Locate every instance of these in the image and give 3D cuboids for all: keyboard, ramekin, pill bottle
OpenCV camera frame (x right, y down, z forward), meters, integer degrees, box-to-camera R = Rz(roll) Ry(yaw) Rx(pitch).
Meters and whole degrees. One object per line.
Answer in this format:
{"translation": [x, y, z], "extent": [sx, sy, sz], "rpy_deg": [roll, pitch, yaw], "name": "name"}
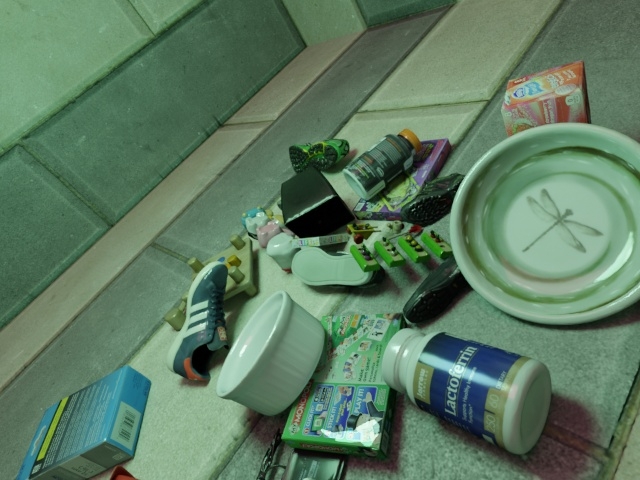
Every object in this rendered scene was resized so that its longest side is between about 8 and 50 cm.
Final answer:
{"translation": [-0.048, 0.474, 0.864], "extent": [0.202, 0.033, 0.317], "rpy_deg": [-1, 46, 33], "name": "keyboard"}
{"translation": [-0.111, 0.267, 0.994], "extent": [0.277, 0.135, 0.277], "rpy_deg": [-51, 14, 18], "name": "ramekin"}
{"translation": [0.252, 0.253, 0.762], "extent": [0.265, 0.153, 0.153], "rpy_deg": [9, 54, 47], "name": "pill bottle"}
{"translation": [0.203, -0.249, 1.345], "extent": [0.246, 0.130, 0.130], "rpy_deg": [-39, 34, -4], "name": "pill bottle"}

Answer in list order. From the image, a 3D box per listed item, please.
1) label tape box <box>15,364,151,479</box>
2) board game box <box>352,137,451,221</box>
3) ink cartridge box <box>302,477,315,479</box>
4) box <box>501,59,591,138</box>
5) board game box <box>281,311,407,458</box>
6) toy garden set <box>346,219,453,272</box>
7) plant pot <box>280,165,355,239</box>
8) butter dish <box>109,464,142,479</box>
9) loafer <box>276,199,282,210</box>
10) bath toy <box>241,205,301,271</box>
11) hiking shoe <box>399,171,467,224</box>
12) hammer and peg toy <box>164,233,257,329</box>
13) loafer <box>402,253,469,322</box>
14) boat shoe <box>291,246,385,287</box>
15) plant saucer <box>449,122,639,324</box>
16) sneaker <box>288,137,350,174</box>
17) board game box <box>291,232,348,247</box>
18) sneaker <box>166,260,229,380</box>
{"translation": [-0.690, 0.560, 1.242], "extent": [0.348, 0.115, 0.249], "rpy_deg": [-30, 34, 12], "name": "label tape box"}
{"translation": [0.270, -0.201, 1.385], "extent": [0.208, 0.056, 0.347], "rpy_deg": [2, 49, 47], "name": "board game box"}
{"translation": [-0.029, 0.563, 0.634], "extent": [0.211, 0.121, 0.289], "rpy_deg": [-35, 41, 3], "name": "ink cartridge box"}
{"translation": [0.525, -0.218, 0.954], "extent": [0.154, 0.300, 0.142], "rpy_deg": [-6, 40, 37], "name": "box"}
{"translation": [0.063, 0.299, 0.929], "extent": [0.214, 0.046, 0.317], "rpy_deg": [-8, 39, 28], "name": "board game box"}
{"translation": [0.196, -0.008, 1.117], "extent": [0.244, 0.049, 0.204], "rpy_deg": [-10, 29, -12], "name": "toy garden set"}
{"translation": [-0.024, -0.125, 1.372], "extent": [0.187, 0.188, 0.167], "rpy_deg": [-28, 61, 10], "name": "plant pot"}
{"translation": [-0.414, 0.607, 0.940], "extent": [0.118, 0.160, 0.160], "rpy_deg": [-3, 42, 6], "name": "butter dish"}
{"translation": [-0.063, -0.150, 1.563], "extent": [0.251, 0.094, 0.087], "rpy_deg": [7, 57, 45], "name": "loafer"}
{"translation": [-0.156, -0.008, 1.450], "extent": [0.151, 0.129, 0.348], "rpy_deg": [-23, 32, -15], "name": "bath toy"}
{"translation": [0.327, -0.123, 1.225], "extent": [0.227, 0.086, 0.114], "rpy_deg": [-27, 23, 0], "name": "hiking shoe"}
{"translation": [-0.392, 0.141, 1.467], "extent": [0.361, 0.127, 0.266], "rpy_deg": [-28, 35, 11], "name": "hammer and peg toy"}
{"translation": [0.279, 0.107, 0.990], "extent": [0.223, 0.076, 0.078], "rpy_deg": [-40, 21, -5], "name": "loafer"}
{"translation": [0.043, 0.085, 1.202], "extent": [0.303, 0.091, 0.114], "rpy_deg": [10, 84, 44], "name": "boat shoe"}
{"translation": [0.475, -0.031, 0.864], "extent": [0.400, 0.100, 0.400], "rpy_deg": [-6, 80, 37], "name": "plant saucer"}
{"translation": [-0.011, -0.351, 1.760], "extent": [0.146, 0.134, 0.344], "rpy_deg": [-26, 22, -33], "name": "sneaker"}
{"translation": [0.000, 0.000, 1.305], "extent": [0.103, 0.026, 0.154], "rpy_deg": [-5, 2, 36], "name": "board game box"}
{"translation": [-0.318, 0.240, 1.238], "extent": [0.148, 0.131, 0.350], "rpy_deg": [16, 87, 28], "name": "sneaker"}
